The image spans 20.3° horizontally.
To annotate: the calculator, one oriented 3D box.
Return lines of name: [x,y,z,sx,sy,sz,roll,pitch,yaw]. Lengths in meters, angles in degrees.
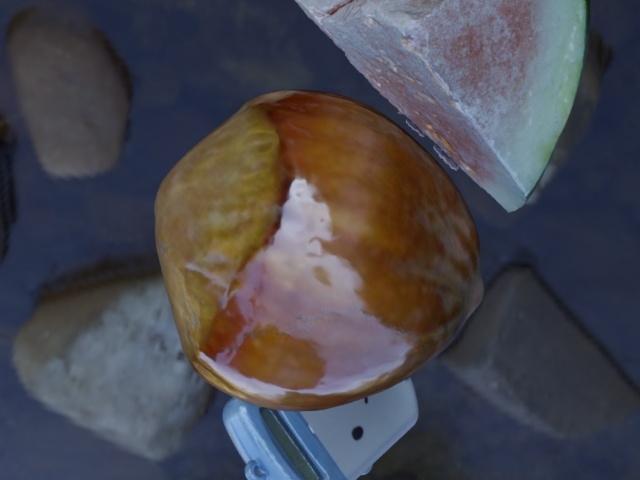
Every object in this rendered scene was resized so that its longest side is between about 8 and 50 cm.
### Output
calculator: [0.002,0.146,1.499,0.039,0.210,0.121,-36,90,44]

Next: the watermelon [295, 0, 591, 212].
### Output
watermelon: [0.114,-0.185,1.414,0.232,0.193,0.310,7,100,-30]

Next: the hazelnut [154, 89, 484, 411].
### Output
hazelnut: [0.000,0.000,0.973,0.182,0.182,0.182,5,131,6]
